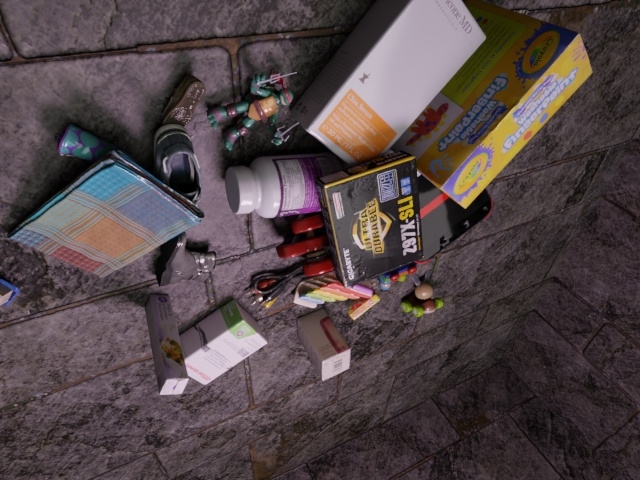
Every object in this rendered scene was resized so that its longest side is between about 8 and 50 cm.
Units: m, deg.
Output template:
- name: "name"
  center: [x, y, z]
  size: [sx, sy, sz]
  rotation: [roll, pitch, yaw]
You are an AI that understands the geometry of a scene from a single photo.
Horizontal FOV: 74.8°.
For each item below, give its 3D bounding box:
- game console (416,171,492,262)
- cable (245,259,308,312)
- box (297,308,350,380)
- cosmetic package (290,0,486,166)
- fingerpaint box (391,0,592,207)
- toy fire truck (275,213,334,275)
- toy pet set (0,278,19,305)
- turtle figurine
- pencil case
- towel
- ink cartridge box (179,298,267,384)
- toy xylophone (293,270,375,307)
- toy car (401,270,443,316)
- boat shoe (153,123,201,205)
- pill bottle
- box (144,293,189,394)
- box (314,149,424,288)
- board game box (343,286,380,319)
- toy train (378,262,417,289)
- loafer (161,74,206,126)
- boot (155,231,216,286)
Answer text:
- name: "game console"
  center: [0.413, -0.135, 1.519]
  size: [0.387, 0.060, 0.342]
  rotation: [-37, 108, -1]
- name: "cable"
  center: [-0.139, 0.133, 1.500]
  size: [0.287, 0.072, 0.139]
  rotation: [-39, 123, -16]
- name: "box"
  center: [0.011, 0.421, 1.710]
  size: [0.127, 0.232, 0.148]
  rotation: [-19, 136, -19]
- name: "cosmetic package"
  center: [0.162, -0.418, 1.067]
  size: [0.230, 0.161, 0.453]
  rotation: [31, 107, -35]
- name: "fingerpaint box"
  center: [0.397, -0.375, 1.138]
  size: [0.163, 0.371, 0.444]
  rotation: [24, 111, -45]
- name: "toy fire truck"
  center: [0.000, 0.000, 1.329]
  size: [0.302, 0.254, 0.169]
  rotation: [-18, 94, -22]
- name: "toy pet set"
  center: [-0.797, 0.101, 1.010]
  size: [0.114, 0.065, 0.122]
  rotation: [34, 104, -11]
- name: "turtle figurine"
  center: [-0.144, -0.315, 1.015]
  size: [0.234, 0.118, 0.175]
  rotation: [-23, 124, 7]
- name: "pencil case"
  center: [-0.495, -0.193, 0.923]
  size: [0.152, 0.064, 0.070]
  rotation: [26, 94, -45]
- name: "towel"
  center: [-0.504, -0.037, 1.001]
  size: [0.370, 0.040, 0.271]
  rotation: [-28, 141, 18]
- name: "ink cartridge box"
  center: [-0.360, 0.365, 1.493]
  size: [0.273, 0.114, 0.198]
  rotation: [-33, 139, -4]
- name: "toy xylophone"
  center: [0.064, 0.184, 1.539]
  size: [0.236, 0.081, 0.323]
  rotation: [17, 153, -31]
- name: "toy car"
  center: [0.475, 0.240, 1.976]
  size: [0.155, 0.149, 0.188]
  rotation: [-15, 106, -28]
- name: "boat shoe"
  center: [-0.353, -0.128, 1.042]
  size: [0.116, 0.099, 0.319]
  rotation: [-15, 142, -27]
- name: "pill bottle"
  center: [-0.098, -0.151, 1.155]
  size: [0.302, 0.169, 0.169]
  rotation: [-10, 132, -27]
- name: "box"
  center: [-0.447, 0.288, 1.204]
  size: [0.063, 0.324, 0.067]
  rotation: [13, 119, -38]
- name: "box"
  center: [0.143, -0.053, 1.136]
  size: [0.257, 0.079, 0.321]
  rotation: [-20, 121, -14]
- name: "board game box"
  center: [0.150, 0.216, 1.643]
  size: [0.124, 0.259, 0.039]
  rotation: [-39, 100, 3]
- name: "toy train"
  center: [0.359, 0.120, 1.782]
  size: [0.248, 0.105, 0.143]
  rotation: [-20, 147, -18]
- name: "loafer"
  center: [-0.312, -0.313, 0.952]
  size: [0.148, 0.050, 0.056]
  rotation: [-39, 151, 26]
- name: "boot"
  center: [-0.375, 0.042, 1.209]
  size: [0.161, 0.083, 0.246]
  rotation: [-6, 146, -35]
